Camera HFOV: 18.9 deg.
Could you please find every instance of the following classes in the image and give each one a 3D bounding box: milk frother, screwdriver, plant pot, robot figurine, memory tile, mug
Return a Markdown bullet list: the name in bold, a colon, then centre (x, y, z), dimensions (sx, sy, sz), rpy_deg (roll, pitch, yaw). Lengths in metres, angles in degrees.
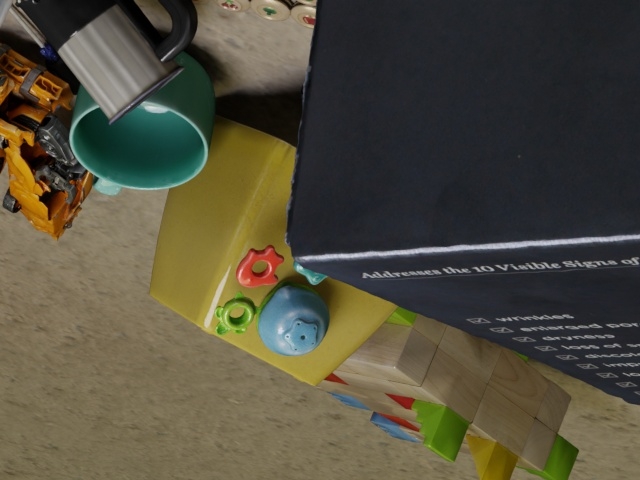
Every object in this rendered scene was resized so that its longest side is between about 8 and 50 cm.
- **milk frother**: centre (-0.190, -0.174, 1.623), dimensions (0.129, 0.143, 0.134), rpy_deg (-36, 94, 39)
- **screwdriver**: centre (-0.270, -0.192, 1.828), dimensions (0.025, 0.024, 0.170), rpy_deg (36, 169, 36)
- **plant pot**: centre (-0.042, 0.016, 1.848), dimensions (0.212, 0.187, 0.212), rpy_deg (29, 178, -28)
- **robot figurine**: centre (-0.313, -0.109, 1.930), dimensions (0.211, 0.085, 0.291), rpy_deg (31, 158, 7)
- **memory tile**: centre (-0.063, -0.222, 1.637), dimensions (0.148, 0.012, 0.113), rpy_deg (12, 156, 9)
- **mug**: centre (-0.174, -0.120, 1.799), dimensions (0.158, 0.097, 0.129), rpy_deg (-17, 137, 28)

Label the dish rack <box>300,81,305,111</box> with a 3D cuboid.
- **dish rack**: centre (0.126, -0.093, 1.736), dimensions (0.272, 0.074, 0.208), rpy_deg (20, 158, -14)

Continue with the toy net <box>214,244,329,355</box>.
- **toy net**: centre (0.000, 0.000, 1.721), dimensions (0.122, 0.232, 0.045), rpy_deg (27, -166, -25)

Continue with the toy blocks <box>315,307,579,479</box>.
- **toy blocks**: centre (0.093, 0.144, 2.190), dimensions (0.261, 0.190, 0.381), rpy_deg (8, 159, 46)

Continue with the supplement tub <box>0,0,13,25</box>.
- **supplement tub**: centre (-0.419, -0.254, 1.550), dimensions (0.338, 0.207, 0.207), rpy_deg (25, 155, -20)

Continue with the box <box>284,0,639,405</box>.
- **box**: centre (0.316, -0.072, 1.272), dimensions (0.480, 0.297, 0.472), rpy_deg (-4, 164, 38)
